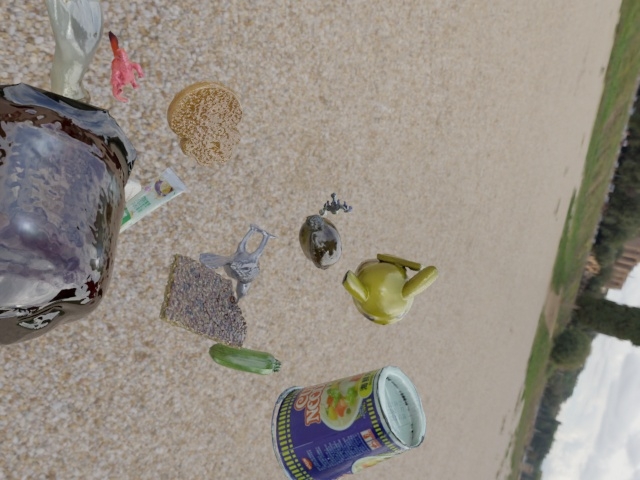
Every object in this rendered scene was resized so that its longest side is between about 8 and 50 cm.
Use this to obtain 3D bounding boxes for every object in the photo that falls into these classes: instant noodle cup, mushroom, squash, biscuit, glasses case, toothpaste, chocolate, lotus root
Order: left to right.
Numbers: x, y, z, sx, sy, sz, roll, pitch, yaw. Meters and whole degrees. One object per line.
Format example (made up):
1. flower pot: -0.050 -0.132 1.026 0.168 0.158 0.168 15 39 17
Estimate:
1. chocolate: -0.480 -0.008 0.790 0.383 0.384 0.331 41 23 -61
2. mushroom: -0.659 -0.501 1.295 0.159 0.122 0.328 -27 153 -47
3. glasses case: -0.630 -0.172 1.472 0.081 0.051 0.204 -50 148 12
4. toothpaste: -0.501 -0.079 1.326 0.314 0.056 0.058 -45 145 -27
5. biscuit: -0.307 -0.316 1.353 0.202 0.044 0.288 -18 152 -10
6. biscuit: -0.213 0.126 0.970 0.237 0.026 0.131 40 51 -50
7. squash: -0.224 0.353 1.464 0.077 0.219 0.068 166 -63 -83
8. lotus root: 0.000 0.000 1.376 0.120 0.120 0.209 -57 151 -32
9. instant noodle cup: 0.082 0.456 1.230 0.284 0.312 0.284 37 36 -33

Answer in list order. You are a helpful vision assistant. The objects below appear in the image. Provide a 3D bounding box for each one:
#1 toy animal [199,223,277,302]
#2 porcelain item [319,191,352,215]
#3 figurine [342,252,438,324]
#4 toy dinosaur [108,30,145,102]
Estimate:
1. toy animal: -0.198 0.047 1.291 0.205 0.081 0.367 -56 166 -17
2. porcelain item: 0.048 -0.125 1.654 0.021 0.136 0.075 -7 91 -49
3. figurine: 0.167 0.116 1.242 0.327 0.218 0.169 -56 140 -85
4. toy dinosaur: -0.523 -0.451 1.269 0.070 0.286 0.139 -28 102 -23
